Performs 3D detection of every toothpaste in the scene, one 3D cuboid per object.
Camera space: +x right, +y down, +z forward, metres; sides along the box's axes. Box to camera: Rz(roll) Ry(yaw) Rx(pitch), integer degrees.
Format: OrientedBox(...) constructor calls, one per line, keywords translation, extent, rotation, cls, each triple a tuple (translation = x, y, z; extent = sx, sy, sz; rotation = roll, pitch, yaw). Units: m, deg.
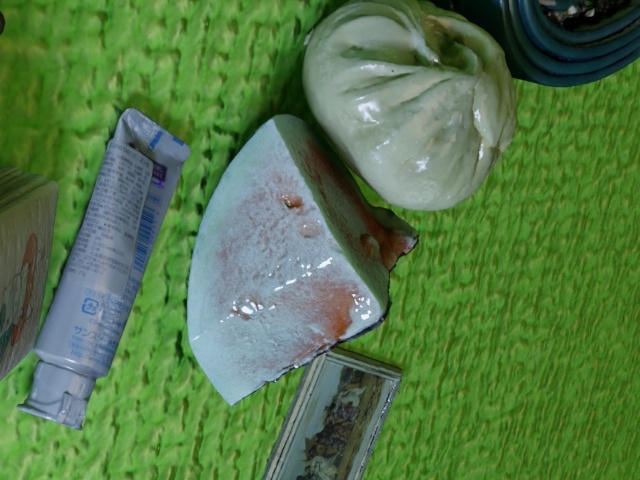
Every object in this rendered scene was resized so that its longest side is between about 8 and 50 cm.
OrientedBox(translation=(-0.204, 0.028, 1.464), extent=(0.114, 0.073, 0.299), rotation=(34, 72, -54), cls="toothpaste")

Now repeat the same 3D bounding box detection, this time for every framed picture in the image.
OrientedBox(translation=(0.005, 0.268, 1.908), extent=(0.217, 0.017, 0.274), rotation=(21, 90, -55), cls="framed picture")

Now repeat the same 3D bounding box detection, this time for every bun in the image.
OrientedBox(translation=(0.107, -0.156, 1.633), extent=(0.259, 0.160, 0.259), rotation=(15, 62, -32), cls="bun")

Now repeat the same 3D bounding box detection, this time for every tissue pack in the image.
OrientedBox(translation=(-0.281, 0.047, 1.214), extent=(0.325, 0.071, 0.170), rotation=(-73, 175, -80), cls="tissue pack")

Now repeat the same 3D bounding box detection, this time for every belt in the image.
OrientedBox(translation=(0.292, -0.349, 1.846), extent=(0.436, 0.173, 0.300), rotation=(-28, 125, -45), cls="belt")

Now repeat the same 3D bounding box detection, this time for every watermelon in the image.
OrientedBox(translation=(0.000, 0.000, 1.592), extent=(0.319, 0.213, 0.290), rotation=(-28, 127, -32), cls="watermelon")

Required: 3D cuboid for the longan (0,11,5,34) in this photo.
OrientedBox(translation=(-0.318, -0.120, 1.139), extent=(0.204, 0.159, 0.185), rotation=(-42, 133, -29), cls="longan")
